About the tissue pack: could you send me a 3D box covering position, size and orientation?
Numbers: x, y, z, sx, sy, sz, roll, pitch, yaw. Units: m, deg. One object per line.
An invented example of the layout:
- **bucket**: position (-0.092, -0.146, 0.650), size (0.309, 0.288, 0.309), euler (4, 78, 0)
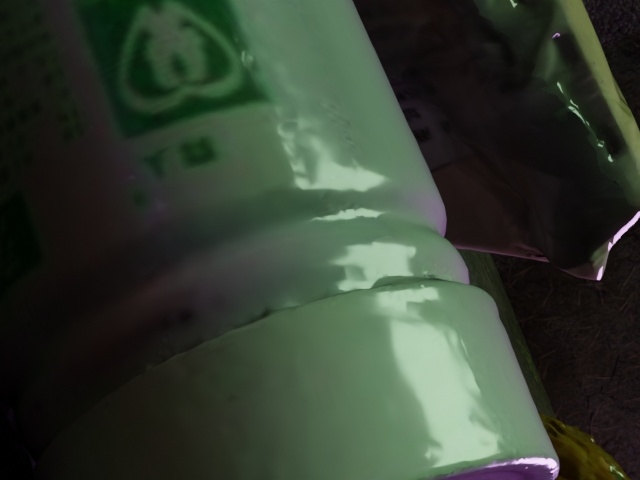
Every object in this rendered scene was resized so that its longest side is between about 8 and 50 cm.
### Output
- **tissue pack**: position (-0.027, -0.154, 1.047), size (0.375, 0.195, 0.390), euler (15, -37, 46)

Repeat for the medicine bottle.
- **medicine bottle**: position (-0.056, -0.009, 0.804), size (0.325, 0.212, 0.212), euler (67, 9, 18)

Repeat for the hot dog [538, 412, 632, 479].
- **hot dog**: position (0.209, 0.321, 1.540), size (0.267, 0.174, 0.388), euler (80, -10, -63)
